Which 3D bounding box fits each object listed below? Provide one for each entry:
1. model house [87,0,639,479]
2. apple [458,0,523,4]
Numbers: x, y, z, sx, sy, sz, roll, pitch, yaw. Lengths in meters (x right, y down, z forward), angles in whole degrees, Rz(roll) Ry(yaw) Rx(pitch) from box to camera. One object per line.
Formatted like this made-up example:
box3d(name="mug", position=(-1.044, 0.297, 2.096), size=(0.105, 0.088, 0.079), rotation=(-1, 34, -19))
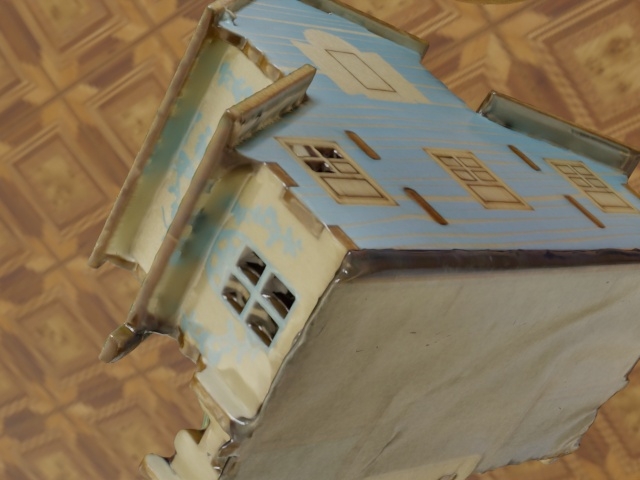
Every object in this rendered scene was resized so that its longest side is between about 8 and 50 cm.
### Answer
box3d(name="model house", position=(0.000, 0.000, 0.583), size=(0.206, 0.271, 0.178), rotation=(48, 124, 32))
box3d(name="apple", position=(0.110, -0.253, 0.884), size=(0.196, 0.196, 0.196), rotation=(15, 125, 22))
